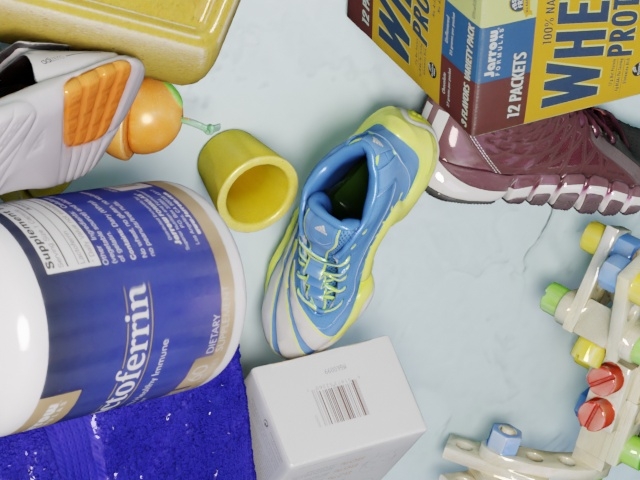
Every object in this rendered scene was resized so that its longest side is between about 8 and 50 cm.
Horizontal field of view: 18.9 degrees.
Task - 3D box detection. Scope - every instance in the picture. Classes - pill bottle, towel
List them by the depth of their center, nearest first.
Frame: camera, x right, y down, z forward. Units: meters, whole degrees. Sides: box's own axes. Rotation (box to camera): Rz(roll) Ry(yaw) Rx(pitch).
[{"bbox_3d":[-0.191,0.048,1.286,0.264,0.153,0.153,-11,129,-45],"label":"pill bottle"},{"bbox_3d":[-0.168,0.220,1.485,0.308,0.076,0.228,-23,119,-40],"label":"towel"}]

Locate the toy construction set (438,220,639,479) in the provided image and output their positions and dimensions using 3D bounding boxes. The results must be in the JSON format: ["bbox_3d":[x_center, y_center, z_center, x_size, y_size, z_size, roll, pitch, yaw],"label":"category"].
[{"bbox_3d":[0.251,0.131,1.771,0.215,0.151,0.328,-16,143,-54],"label":"toy construction set"}]

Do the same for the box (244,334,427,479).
[{"bbox_3d":[-0.008,0.165,1.625,0.130,0.091,0.170,-13,158,-25],"label":"box"}]

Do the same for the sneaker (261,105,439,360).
[{"bbox_3d":[0.000,0.000,1.524,0.126,0.091,0.240,-19,139,-63],"label":"sneaker"}]

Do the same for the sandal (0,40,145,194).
[{"bbox_3d":[-0.203,-0.086,1.261,0.102,0.076,0.265,-60,167,22],"label":"sandal"}]

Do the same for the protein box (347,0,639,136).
[{"bbox_3d":[0.153,-0.201,1.426,0.201,0.200,0.136,-15,129,-22],"label":"protein box"}]

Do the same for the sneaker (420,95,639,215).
[{"bbox_3d":[0.209,-0.113,1.597,0.281,0.106,0.162,-1,120,-31],"label":"sneaker"}]

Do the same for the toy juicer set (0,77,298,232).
[{"bbox_3d":[-0.184,0.019,1.454,0.329,0.089,0.209,-46,134,6],"label":"toy juicer set"}]

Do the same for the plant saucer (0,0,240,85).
[{"bbox_3d":[-0.138,-0.266,1.255,0.332,0.081,0.333,11,110,-37],"label":"plant saucer"}]
